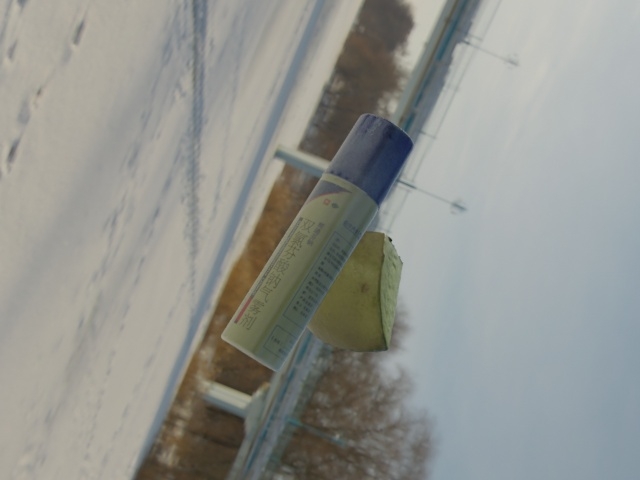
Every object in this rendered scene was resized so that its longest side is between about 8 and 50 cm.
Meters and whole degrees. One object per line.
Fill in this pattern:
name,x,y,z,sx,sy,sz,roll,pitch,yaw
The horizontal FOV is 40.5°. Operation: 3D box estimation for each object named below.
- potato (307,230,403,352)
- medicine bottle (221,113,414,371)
potato,0.010,0.060,0.978,0.081,0.149,0.120,54,36,-42
medicine bottle,0.000,0.000,0.747,0.231,0.059,0.059,-58,-178,-10
